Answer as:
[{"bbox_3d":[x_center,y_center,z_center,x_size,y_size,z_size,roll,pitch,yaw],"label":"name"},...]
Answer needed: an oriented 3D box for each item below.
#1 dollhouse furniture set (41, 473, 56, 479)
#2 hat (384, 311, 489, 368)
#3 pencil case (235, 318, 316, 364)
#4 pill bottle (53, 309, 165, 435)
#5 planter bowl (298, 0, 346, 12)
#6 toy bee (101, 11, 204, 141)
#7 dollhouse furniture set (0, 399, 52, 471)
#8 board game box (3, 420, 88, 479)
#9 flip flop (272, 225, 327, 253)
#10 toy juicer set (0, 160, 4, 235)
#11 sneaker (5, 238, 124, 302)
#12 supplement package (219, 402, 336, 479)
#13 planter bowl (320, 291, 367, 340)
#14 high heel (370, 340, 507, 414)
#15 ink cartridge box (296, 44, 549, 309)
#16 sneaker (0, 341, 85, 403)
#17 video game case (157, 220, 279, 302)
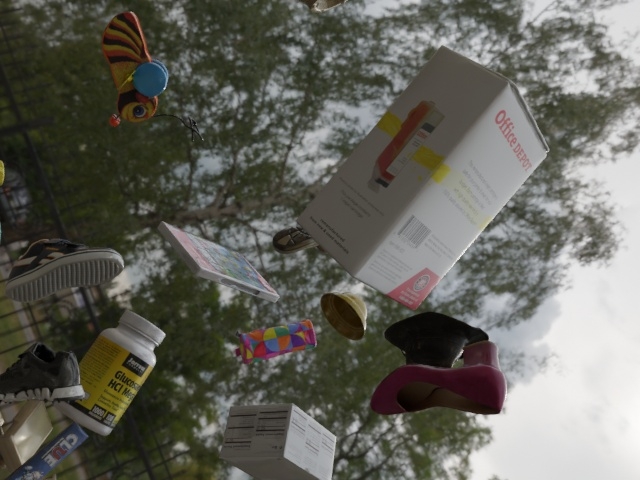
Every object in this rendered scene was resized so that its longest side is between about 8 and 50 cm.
[{"bbox_3d":[-0.819,0.736,1.791,0.129,0.183,0.129,-179,-94,-70],"label":"dollhouse furniture set"},{"bbox_3d":[0.345,0.347,2.007,0.331,0.331,0.134,108,-4,-59],"label":"hat"},{"bbox_3d":[-0.133,0.301,1.957,0.104,0.236,0.104,171,-90,-73],"label":"pencil case"},{"bbox_3d":[-0.608,0.382,1.929,0.188,0.334,0.188,28,-19,10],"label":"pill bottle"},{"bbox_3d":[0.004,-0.441,1.062,0.109,0.162,0.162,65,-21,-1],"label":"planter bowl"},{"bbox_3d":[-0.396,-0.319,1.395,0.298,0.162,0.195,63,-1,-2],"label":"toy bee"},{"bbox_3d":[-0.860,0.509,1.710,0.161,0.242,0.212,-75,158,-67],"label":"dollhouse furniture set"},{"bbox_3d":[-0.555,0.445,1.229,0.042,0.243,0.165,50,-31,-2],"label":"board game box"},{"bbox_3d":[0.000,0.000,1.755,0.112,0.277,0.080,35,-46,48],"label":"flip flop"},{"bbox_3d":[-0.744,-0.018,1.404,0.209,0.089,0.329,11,-81,53],"label":"toy juicer set"},{"bbox_3d":[-0.637,0.051,1.632,0.126,0.321,0.127,59,21,-53],"label":"sneaker"},{"bbox_3d":[-0.110,0.563,1.788,0.262,0.204,0.145,51,38,-44],"label":"supplement package"},{"bbox_3d":[0.108,0.262,2.462,0.217,0.090,0.217,32,-37,28],"label":"planter bowl"},{"bbox_3d":[0.258,0.374,1.534,0.127,0.181,0.377,39,-55,-21],"label":"high heel"},{"bbox_3d":[0.187,-0.094,1.146,0.160,0.385,0.279,44,7,34],"label":"ink cartridge box"},{"bbox_3d":[-0.522,0.237,1.182,0.078,0.234,0.106,12,74,-66],"label":"sneaker"},{"bbox_3d":[-0.245,0.055,1.603,0.204,0.025,0.285,43,10,38],"label":"video game case"}]
